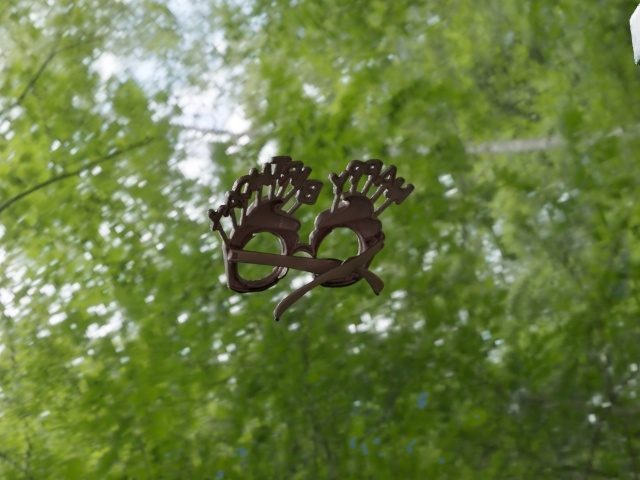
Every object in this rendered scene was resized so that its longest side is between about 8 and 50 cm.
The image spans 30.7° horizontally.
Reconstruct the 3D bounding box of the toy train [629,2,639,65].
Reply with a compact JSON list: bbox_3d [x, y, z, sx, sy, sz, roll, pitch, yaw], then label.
[{"bbox_3d":[0.461,-0.324,1.371,0.159,0.271,0.188,4,-116,-8],"label":"toy train"}]

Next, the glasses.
[{"bbox_3d":[-0.003,-0.008,1.224,0.255,0.095,0.162,-5,-67,-36],"label":"glasses"}]
